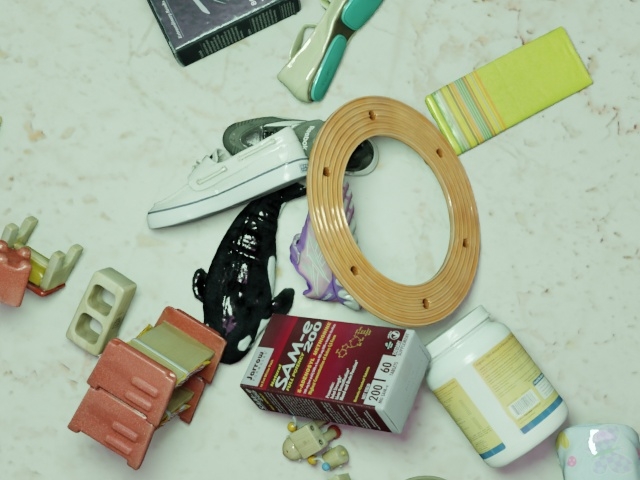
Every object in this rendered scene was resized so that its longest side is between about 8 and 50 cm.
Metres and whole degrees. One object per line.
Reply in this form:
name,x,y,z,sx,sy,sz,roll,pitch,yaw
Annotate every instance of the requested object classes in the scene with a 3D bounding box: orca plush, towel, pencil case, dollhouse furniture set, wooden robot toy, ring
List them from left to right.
dollhouse furniture set,-0.341,0.135,1.842,0.374,0.201,0.152,31,109,11
orca plush,-0.099,0.041,1.898,0.151,0.102,0.287,32,86,4
wooden robot toy,-0.017,0.301,1.904,0.079,0.076,0.173,-35,84,34
ring,0.103,-0.041,1.837,0.337,0.032,0.336,16,65,-39
towel,0.282,-0.225,1.955,0.237,0.021,0.102,-28,90,-2
pencil case,0.394,0.390,1.811,0.124,0.113,0.273,-12,62,22

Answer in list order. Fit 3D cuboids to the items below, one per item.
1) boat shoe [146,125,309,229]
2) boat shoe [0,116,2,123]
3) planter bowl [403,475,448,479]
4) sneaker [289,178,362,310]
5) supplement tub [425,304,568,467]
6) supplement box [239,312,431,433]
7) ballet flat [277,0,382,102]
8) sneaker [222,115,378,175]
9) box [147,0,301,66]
boat shoe,-0.143,-0.090,1.885,0.268,0.096,0.088,-20,88,26
boat shoe,-0.573,-0.196,1.959,0.190,0.068,0.072,22,74,-6
planter bowl,0.154,0.422,1.854,0.162,0.109,0.162,0,85,1
sneaker,0.000,0.000,1.870,0.105,0.095,0.236,0,124,18
supplement tub,0.241,0.206,1.852,0.144,0.144,0.199,-36,85,-2
supplement box,0.020,0.183,1.822,0.239,0.073,0.130,4,56,33
ballet flat,0.017,-0.325,1.944,0.086,0.086,0.248,32,87,4
sneaker,-0.030,-0.146,1.911,0.234,0.106,0.078,8,84,2
box,-0.153,-0.376,1.934,0.207,0.108,0.153,-25,85,0
